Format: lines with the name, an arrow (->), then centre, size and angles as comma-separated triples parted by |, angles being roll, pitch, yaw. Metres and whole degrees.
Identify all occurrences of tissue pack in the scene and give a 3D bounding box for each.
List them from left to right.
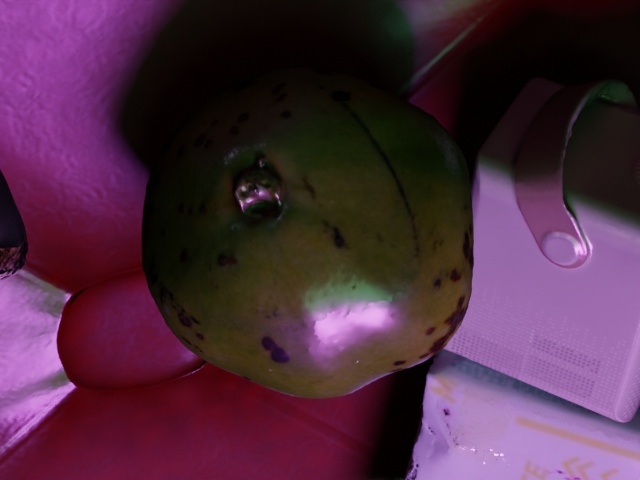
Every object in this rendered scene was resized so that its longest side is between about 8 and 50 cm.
tissue pack -> 0.265, 0.225, 1.701 | 0.388, 0.162, 0.287 | 17, 129, 6

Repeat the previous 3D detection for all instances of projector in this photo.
projector -> 0.207, -0.001, 1.540 | 0.177, 0.163, 0.242 | 21, 132, 15

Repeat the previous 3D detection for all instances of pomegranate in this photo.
pomegranate -> 0.000, 0.000, 1.449 | 0.254, 0.254, 0.270 | -31, 149, 8

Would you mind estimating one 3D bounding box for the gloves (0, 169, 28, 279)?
gloves -> -0.356, 0.033, 1.404 | 0.312, 0.135, 0.210 | -35, 134, 13
